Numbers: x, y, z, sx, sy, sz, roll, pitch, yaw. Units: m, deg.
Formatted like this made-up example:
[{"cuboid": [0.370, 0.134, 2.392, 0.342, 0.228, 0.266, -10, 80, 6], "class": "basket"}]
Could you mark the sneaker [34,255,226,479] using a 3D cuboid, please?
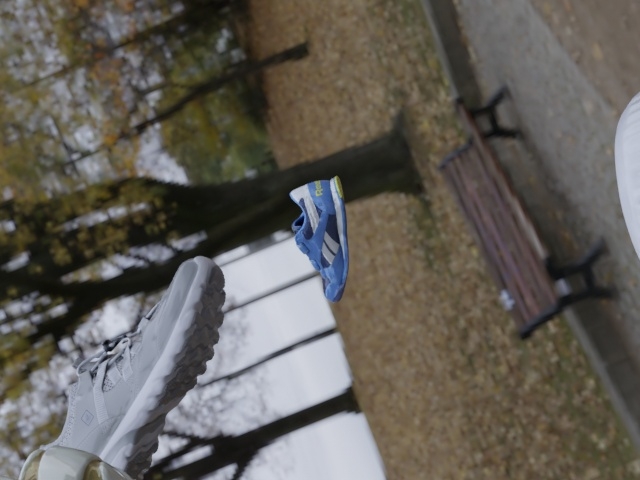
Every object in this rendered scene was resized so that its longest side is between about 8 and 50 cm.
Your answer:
[{"cuboid": [-0.192, 0.132, 1.197, 0.115, 0.281, 0.105, 31, -177, 14], "class": "sneaker"}]

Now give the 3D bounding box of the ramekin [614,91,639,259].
[{"cuboid": [0.379, -0.046, 1.131, 0.273, 0.127, 0.273, 24, -122, -45], "class": "ramekin"}]

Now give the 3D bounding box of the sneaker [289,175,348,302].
[{"cuboid": [0.000, 0.000, 1.310, 0.053, 0.059, 0.144, -101, 6, -67], "class": "sneaker"}]

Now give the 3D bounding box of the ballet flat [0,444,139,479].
[{"cuboid": [-0.173, 0.187, 0.732, 0.123, 0.123, 0.348, 68, -158, 1], "class": "ballet flat"}]
